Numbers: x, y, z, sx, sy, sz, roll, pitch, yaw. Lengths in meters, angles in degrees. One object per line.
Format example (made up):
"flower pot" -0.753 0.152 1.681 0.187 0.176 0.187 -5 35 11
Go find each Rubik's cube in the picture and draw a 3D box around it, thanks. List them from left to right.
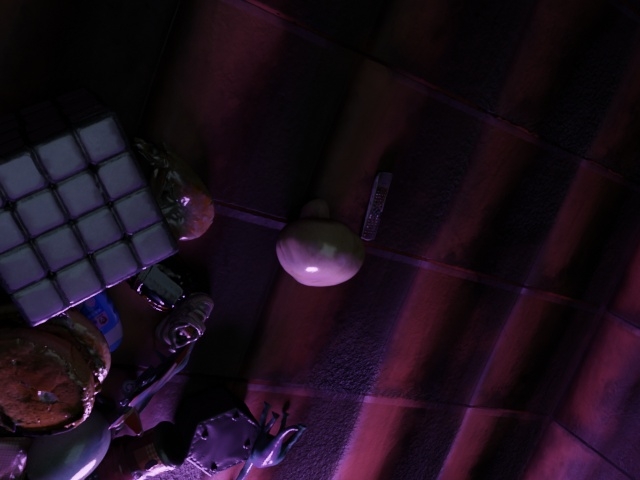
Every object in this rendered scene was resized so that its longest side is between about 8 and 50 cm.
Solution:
"Rubik's cube" -0.549 -0.091 1.413 0.343 0.337 0.345 -28 120 -17

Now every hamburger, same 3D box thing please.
"hamburger" -0.636 0.292 1.556 0.276 0.195 0.318 -10 117 2

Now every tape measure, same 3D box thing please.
"tape measure" -0.397 0.070 1.639 0.202 0.223 0.135 37 88 -16

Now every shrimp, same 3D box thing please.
"shrimp" -0.378 -0.121 1.658 0.168 0.077 0.317 -39 127 -7

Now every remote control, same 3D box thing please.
"remote control" 0.162 -0.103 2.000 0.059 0.028 0.212 5 108 -35

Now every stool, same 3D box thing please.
"stool" -0.299 0.546 1.940 0.232 0.141 0.232 -11 116 -25

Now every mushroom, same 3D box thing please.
"mushroom" 0.000 0.000 1.848 0.253 0.260 0.234 11 68 -24

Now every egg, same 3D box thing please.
"egg" -0.640 0.529 1.717 0.236 0.169 0.169 -51 125 -6

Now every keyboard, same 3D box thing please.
"keyboard" -0.641 0.399 1.758 0.072 0.023 0.231 -44 125 2

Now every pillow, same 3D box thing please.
"pillow" -0.816 0.593 1.732 0.135 0.034 0.211 12 105 -36

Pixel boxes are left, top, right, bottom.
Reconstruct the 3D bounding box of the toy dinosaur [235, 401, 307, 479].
"toy dinosaur" -0.177 0.656 1.971 0.129 0.383 0.331 29 81 -9

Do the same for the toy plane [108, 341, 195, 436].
"toy plane" -0.445 0.373 1.800 0.104 0.223 0.326 29 66 4

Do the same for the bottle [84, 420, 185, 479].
"bottle" -0.506 0.598 1.829 0.271 0.143 0.156 -25 98 9

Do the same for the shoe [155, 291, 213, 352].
"shoe" -0.354 0.218 1.800 0.180 0.092 0.089 -43 124 -7

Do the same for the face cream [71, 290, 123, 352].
"face cream" -0.582 0.179 1.660 0.149 0.083 0.264 -26 122 -2
